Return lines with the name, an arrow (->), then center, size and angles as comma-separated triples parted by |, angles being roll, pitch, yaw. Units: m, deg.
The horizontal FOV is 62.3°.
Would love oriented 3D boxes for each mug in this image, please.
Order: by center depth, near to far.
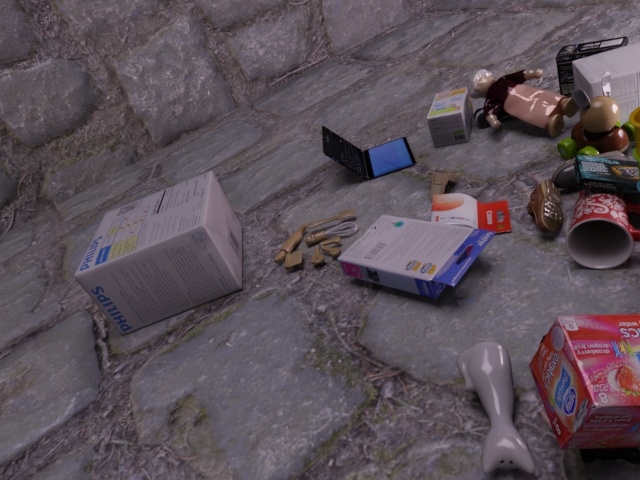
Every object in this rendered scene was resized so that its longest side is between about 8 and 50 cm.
mug -> 0.566, -0.031, 1.038 | 0.150, 0.113, 0.169 | 21, 41, 14

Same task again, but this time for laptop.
laptop -> 0.149, -0.309, 1.713 | 0.137, 0.264, 0.234 | -52, 19, 25

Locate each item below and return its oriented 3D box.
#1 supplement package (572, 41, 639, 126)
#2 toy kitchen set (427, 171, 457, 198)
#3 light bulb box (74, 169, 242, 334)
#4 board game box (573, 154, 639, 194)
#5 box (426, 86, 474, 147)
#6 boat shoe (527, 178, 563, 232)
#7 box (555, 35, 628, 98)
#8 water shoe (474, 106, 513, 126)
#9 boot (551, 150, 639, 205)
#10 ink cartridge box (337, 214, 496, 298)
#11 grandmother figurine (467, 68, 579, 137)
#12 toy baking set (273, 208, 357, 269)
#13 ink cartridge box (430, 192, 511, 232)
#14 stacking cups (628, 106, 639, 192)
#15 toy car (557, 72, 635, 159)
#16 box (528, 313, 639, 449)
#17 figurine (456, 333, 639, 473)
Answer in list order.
supplement package -> 0.809, -0.413, 1.414 | 0.203, 0.149, 0.194 | -12, 32, 18
toy kitchen set -> 0.321, -0.147, 1.446 | 0.068, 0.075, 0.083 | 10, 4, 39
light bulb box -> -0.428, 0.022, 1.494 | 0.360, 0.225, 0.358 | -21, 31, 5
board game box -> 0.613, -0.128, 1.061 | 0.186, 0.026, 0.126 | 9, 32, 16
box -> 0.421, -0.398, 1.704 | 0.114, 0.103, 0.203 | -5, 34, 27
boat shoe -> 0.496, -0.068, 1.180 | 0.060, 0.064, 0.178 | -40, 14, 39
box -> 0.806, -0.504, 1.564 | 0.180, 0.147, 0.077 | 4, 40, 40
water shoe -> 0.583, -0.423, 1.665 | 0.203, 0.073, 0.080 | -16, 29, 12
boot -> 0.639, -0.118, 1.155 | 0.189, 0.076, 0.209 | -20, 37, 7
ink cartridge box -> 0.209, 0.031, 1.168 | 0.311, 0.065, 0.186 | 9, 43, 46
grandmother figurine -> 0.564, -0.414, 1.556 | 0.208, 0.104, 0.342 | -45, 49, -2
toy baking set -> -0.006, 0.001, 1.441 | 0.196, 0.030, 0.256 | 1, 38, 30
ink cartridge box -> 0.355, -0.067, 1.265 | 0.179, 0.045, 0.145 | -7, 32, 19
stacking cups -> 0.571, -0.066, 0.860 | 0.096, 0.316, 0.096 | -20, 28, 11
toy car -> 0.664, -0.301, 1.282 | 0.155, 0.188, 0.149 | -31, 31, -1
box -> 0.421, 0.177, 0.670 | 0.256, 0.123, 0.128 | -1, 45, -3
figurine -> 0.323, 0.241, 0.779 | 0.214, 0.092, 0.210 | -15, 35, 16
